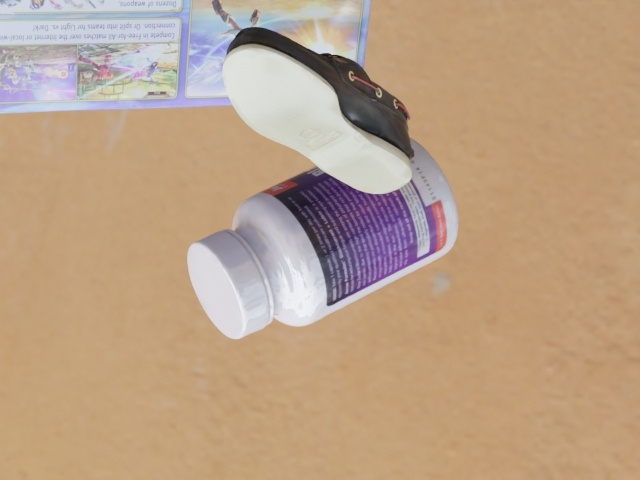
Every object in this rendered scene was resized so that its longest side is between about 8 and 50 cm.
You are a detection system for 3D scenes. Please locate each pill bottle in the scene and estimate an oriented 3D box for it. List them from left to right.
[{"bbox_3d":[0.000,0.000,1.244,0.193,0.108,0.108,-26,180,-26],"label":"pill bottle"}]

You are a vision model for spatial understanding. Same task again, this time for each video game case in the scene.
[{"bbox_3d":[-0.095,-0.204,1.010,0.269,0.244,0.061,-3,-153,-19],"label":"video game case"}]

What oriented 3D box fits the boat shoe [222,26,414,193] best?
[{"bbox_3d":[-0.001,-0.068,0.787,0.049,0.042,0.133,-19,146,32],"label":"boat shoe"}]
